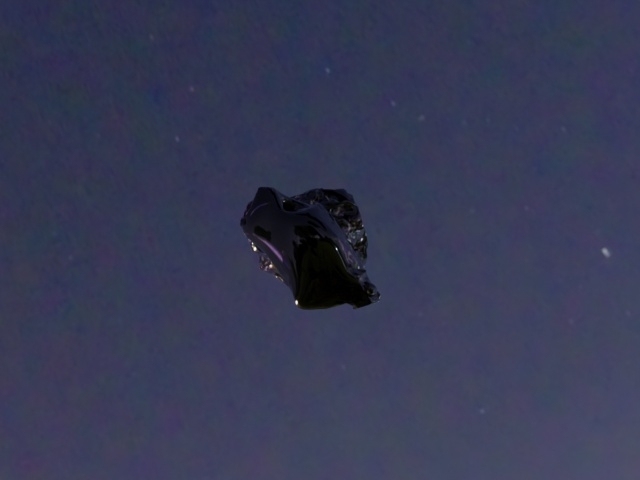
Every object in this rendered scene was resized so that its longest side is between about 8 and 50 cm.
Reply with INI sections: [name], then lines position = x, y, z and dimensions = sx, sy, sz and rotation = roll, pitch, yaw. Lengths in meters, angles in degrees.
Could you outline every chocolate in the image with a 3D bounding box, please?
[chocolate]
position = -0.003, -0.001, 0.617
dimensions = 0.072, 0.147, 0.070
rotation = 25, -94, -3
